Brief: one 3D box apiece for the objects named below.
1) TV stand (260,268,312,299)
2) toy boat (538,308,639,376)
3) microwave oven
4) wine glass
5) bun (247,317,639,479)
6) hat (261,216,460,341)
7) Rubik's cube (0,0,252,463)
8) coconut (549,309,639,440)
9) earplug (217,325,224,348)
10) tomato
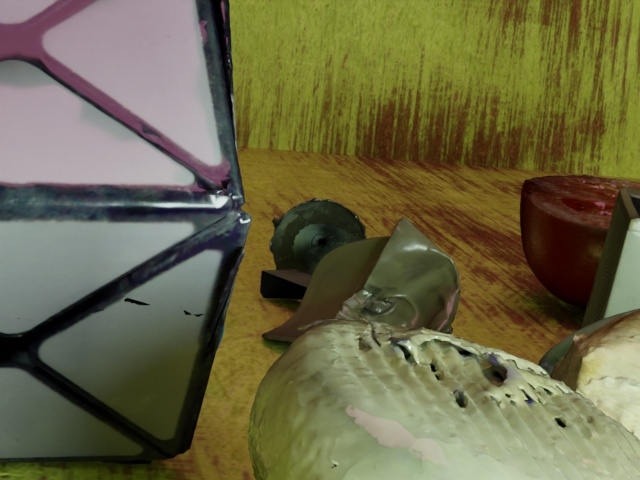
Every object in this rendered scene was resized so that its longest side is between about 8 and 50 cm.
[{"bbox_3d":[0.023,0.072,1.771,0.049,0.040,0.256,-3,13,-36],"label":"TV stand"},{"bbox_3d":[0.219,0.104,1.300,0.134,0.079,0.207,-42,10,-30],"label":"toy boat"},{"bbox_3d":[0.344,0.060,1.591,0.145,0.194,0.240,11,10,6],"label":"microwave oven"},{"bbox_3d":[0.000,0.000,1.975,0.122,0.122,0.183,6,6,0],"label":"wine glass"},{"bbox_3d":[0.078,0.153,0.958,0.272,0.168,0.273,17,14,-4],"label":"bun"},{"bbox_3d":[0.044,0.080,1.641,0.144,0.166,0.173,37,-27,-2],"label":"hat"},{"bbox_3d":[-0.228,-0.035,1.168,0.310,0.305,0.307,1,49,-14],"label":"Rubik's cube"},{"bbox_3d":[0.238,0.134,1.123,0.194,0.194,0.194,6,9,-1],"label":"coconut"},{"bbox_3d":[-0.223,0.073,1.381,0.132,0.132,0.273,14,16,40],"label":"earplug"},{"bbox_3d":[0.393,0.024,1.971,0.338,0.144,0.338,7,14,-2],"label":"tomato"}]
